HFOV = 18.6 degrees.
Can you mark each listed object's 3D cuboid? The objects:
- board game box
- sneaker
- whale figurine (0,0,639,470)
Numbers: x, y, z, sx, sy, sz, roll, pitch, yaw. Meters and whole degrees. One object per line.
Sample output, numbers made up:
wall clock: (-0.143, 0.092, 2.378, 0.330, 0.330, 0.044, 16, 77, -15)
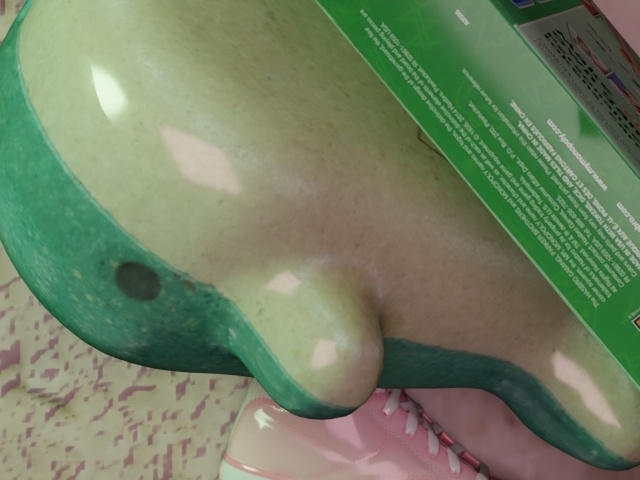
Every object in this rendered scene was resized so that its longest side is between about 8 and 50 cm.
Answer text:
board game box: (0.086, -0.044, 0.680, 0.046, 0.213, 0.317, -40, 87, 16)
sneaker: (0.032, 0.077, 0.756, 0.134, 0.051, 0.070, 13, 93, 5)
whale figurine: (0.000, 0.000, 0.711, 0.272, 0.216, 0.141, 32, 124, -18)
